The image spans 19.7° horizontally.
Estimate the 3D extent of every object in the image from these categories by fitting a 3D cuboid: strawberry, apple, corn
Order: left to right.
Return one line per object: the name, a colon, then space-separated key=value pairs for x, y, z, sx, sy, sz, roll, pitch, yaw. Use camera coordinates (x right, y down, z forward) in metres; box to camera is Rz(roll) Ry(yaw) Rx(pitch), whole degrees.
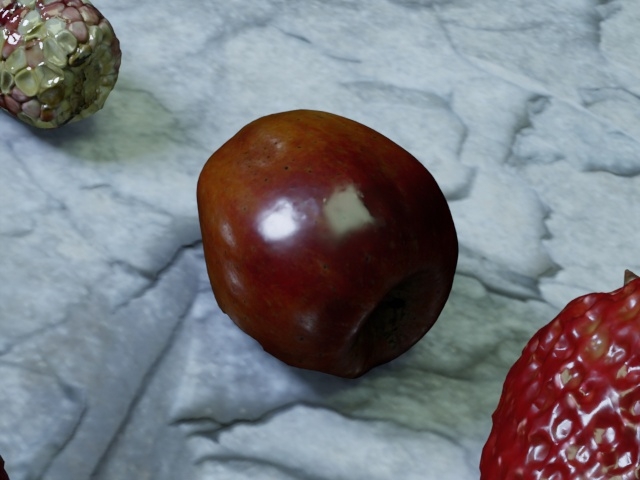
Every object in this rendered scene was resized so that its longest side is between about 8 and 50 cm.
corn: x=-0.258 y=-0.177 z=1.257 sx=0.290 sy=0.098 sz=0.098 roll=34 pitch=42 yaw=20
apple: x=-0.002 y=-0.006 z=1.141 sx=0.156 sy=0.147 sz=0.158 roll=-34 pitch=61 yaw=-20
strawberry: x=0.168 y=0.148 z=1.021 sx=0.205 sy=0.205 sz=0.244 roll=34 pitch=59 yaw=15

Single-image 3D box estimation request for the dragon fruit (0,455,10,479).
dragon fruit: x=-0.260 y=0.160 z=0.719 sx=0.329 sy=0.329 sz=0.329 roll=12 pitch=41 yaw=-11
